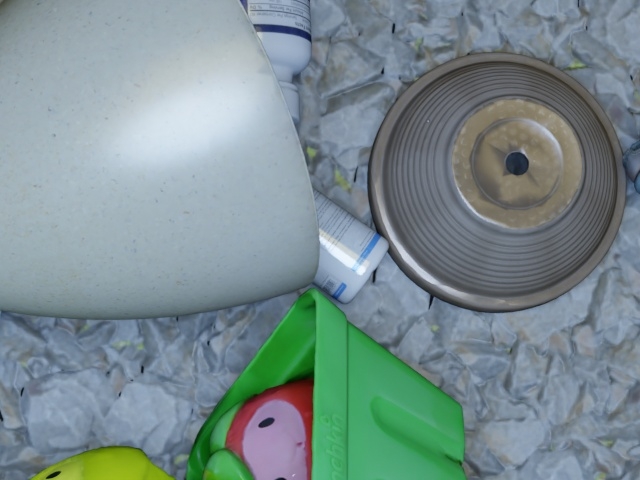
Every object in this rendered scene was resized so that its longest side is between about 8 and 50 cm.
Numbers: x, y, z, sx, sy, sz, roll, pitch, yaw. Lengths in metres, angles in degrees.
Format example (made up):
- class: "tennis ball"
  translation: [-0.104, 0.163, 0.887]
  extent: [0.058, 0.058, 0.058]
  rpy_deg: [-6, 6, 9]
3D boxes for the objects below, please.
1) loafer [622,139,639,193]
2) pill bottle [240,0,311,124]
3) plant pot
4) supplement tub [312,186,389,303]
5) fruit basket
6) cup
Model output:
- class: "loafer"
  translation: [0.376, -0.132, 1.461]
  extent: [0.267, 0.096, 0.084]
  rpy_deg: [-29, 66, -15]
- class: "pill bottle"
  translation: [-0.064, -0.195, 1.409]
  extent: [0.112, 0.112, 0.187]
  rpy_deg: [-1, 83, -5]
- class: "plant pot"
  translation: [0.164, -0.057, 1.412]
  extent: [0.237, 0.110, 0.237]
  rpy_deg: [1, 83, -5]
- class: "supplement tub"
  translation: [0.000, 0.000, 1.409]
  extent: [0.107, 0.071, 0.071]
  rpy_deg: [36, 81, 0]
- class: "fruit basket"
  translation: [-0.087, 0.234, 1.223]
  extent: [0.392, 0.283, 0.392]
  rpy_deg: [21, 41, -19]
- class: "cup"
  translation: [-0.180, -0.067, 1.257]
  extent: [0.237, 0.331, 0.331]
  rpy_deg: [-24, 85, -15]
